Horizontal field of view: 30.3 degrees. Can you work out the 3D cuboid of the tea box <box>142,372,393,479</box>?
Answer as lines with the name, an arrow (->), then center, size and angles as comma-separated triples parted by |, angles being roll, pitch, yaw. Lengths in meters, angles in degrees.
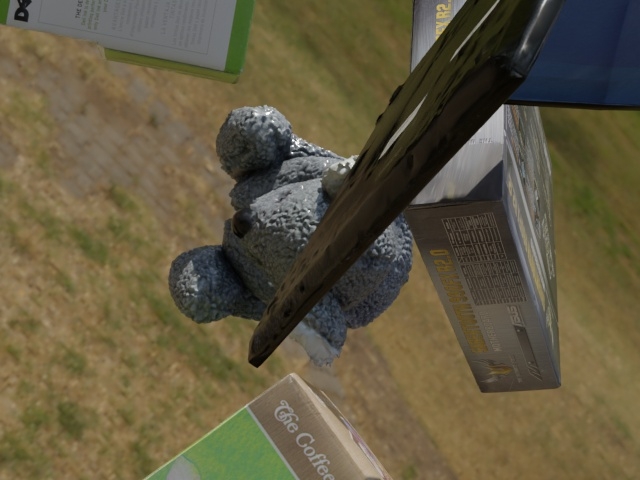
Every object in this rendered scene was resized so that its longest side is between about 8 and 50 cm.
tea box -> -0.073, 0.289, 0.947 | 0.220, 0.324, 0.329 | 53, -2, 10

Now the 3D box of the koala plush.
koala plush -> 0.000, 0.000, 0.958 | 0.203, 0.196, 0.221 | 19, -2, -10

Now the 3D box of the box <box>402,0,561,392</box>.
box -> 0.106, -0.035, 0.735 | 0.231, 0.056, 0.183 | 60, 30, -54

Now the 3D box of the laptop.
laptop -> 0.115, -0.058, 0.468 | 0.137, 0.234, 0.264 | 33, 58, -4

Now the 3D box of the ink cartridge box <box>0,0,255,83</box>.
ink cartridge box -> -0.180, -0.257, 1.042 | 0.255, 0.188, 0.097 | 10, 0, -7
